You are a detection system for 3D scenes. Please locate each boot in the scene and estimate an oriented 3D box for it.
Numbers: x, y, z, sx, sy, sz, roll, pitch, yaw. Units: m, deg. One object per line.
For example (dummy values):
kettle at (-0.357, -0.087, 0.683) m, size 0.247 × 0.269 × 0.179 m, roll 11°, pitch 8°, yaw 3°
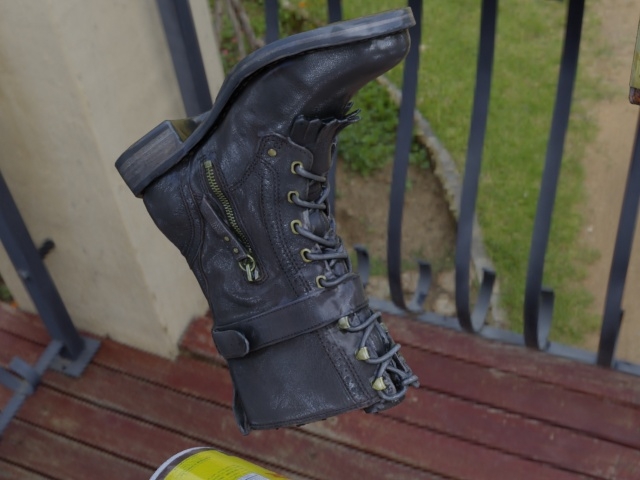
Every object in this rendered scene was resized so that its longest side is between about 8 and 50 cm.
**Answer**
boot at (0.000, 0.000, 0.619) m, size 0.263 × 0.229 × 0.091 m, roll -28°, pitch 1°, yaw 38°

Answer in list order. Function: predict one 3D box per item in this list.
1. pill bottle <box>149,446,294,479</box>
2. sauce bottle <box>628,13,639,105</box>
pill bottle at (-0.048, 0.248, 0.788) m, size 0.215 × 0.117 × 0.117 m, roll 8°, pitch 44°, yaw 47°
sauce bottle at (0.205, -0.139, 0.554) m, size 0.042 × 0.128 × 0.042 m, roll 6°, pitch 13°, yaw -1°
